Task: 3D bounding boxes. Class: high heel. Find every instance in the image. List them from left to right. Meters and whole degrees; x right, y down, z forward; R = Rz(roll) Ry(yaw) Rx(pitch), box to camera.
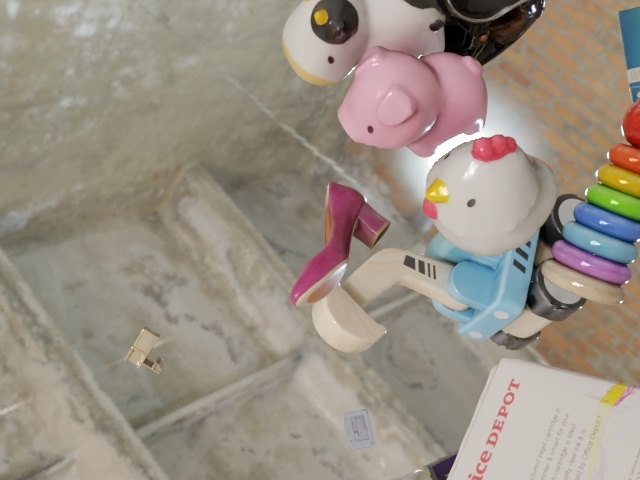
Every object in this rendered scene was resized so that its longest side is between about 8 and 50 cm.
[{"bbox_3d":[0.000,0.000,1.371,0.117,0.082,0.244,37,-129,11],"label":"high heel"}]

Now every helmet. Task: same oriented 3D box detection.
[{"bbox_3d":[0.148,-0.283,1.037,0.169,0.169,0.161,-19,-112,-52],"label":"helmet"}]

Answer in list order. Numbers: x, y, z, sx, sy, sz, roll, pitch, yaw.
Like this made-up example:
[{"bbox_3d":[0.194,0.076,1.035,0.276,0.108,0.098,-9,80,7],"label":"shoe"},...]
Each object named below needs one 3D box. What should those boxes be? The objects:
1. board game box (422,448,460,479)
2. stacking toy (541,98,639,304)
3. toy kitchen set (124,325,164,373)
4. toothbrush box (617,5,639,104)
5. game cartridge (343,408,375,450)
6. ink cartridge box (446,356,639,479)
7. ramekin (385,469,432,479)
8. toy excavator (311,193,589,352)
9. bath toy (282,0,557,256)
[{"bbox_3d":[0.305,0.475,1.849,0.170,0.048,0.141,-20,-98,-23],"label":"board game box"},{"bbox_3d":[0.473,-0.071,1.502,0.141,0.330,0.141,19,-170,-3],"label":"stacking toy"},{"bbox_3d":[-0.313,0.201,1.773,0.068,0.075,0.083,32,-168,-3],"label":"toy kitchen set"},{"bbox_3d":[0.699,-0.333,1.683,0.126,0.296,0.216,58,-151,-45],"label":"toothbrush box"},{"bbox_3d":[0.076,0.385,1.916,0.056,0.017,0.083,-9,-129,-4],"label":"game cartridge"},{"bbox_3d":[0.302,0.270,0.991,0.306,0.226,0.131,9,155,46],"label":"ink cartridge box"},{"bbox_3d":[0.132,0.544,1.624,0.277,0.135,0.277,-12,-90,-71],"label":"ramekin"},{"bbox_3d":[0.241,0.061,1.730,0.445,0.222,0.432,23,-119,-6],"label":"toy excavator"},{"bbox_3d":[0.070,-0.139,0.808,0.348,0.151,0.129,61,179,27],"label":"bath toy"}]
